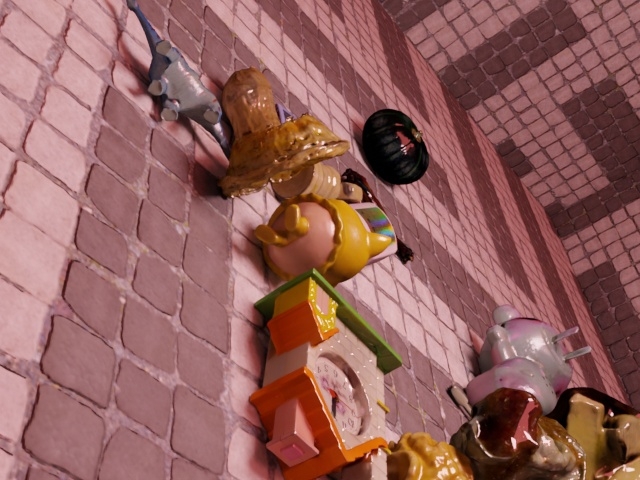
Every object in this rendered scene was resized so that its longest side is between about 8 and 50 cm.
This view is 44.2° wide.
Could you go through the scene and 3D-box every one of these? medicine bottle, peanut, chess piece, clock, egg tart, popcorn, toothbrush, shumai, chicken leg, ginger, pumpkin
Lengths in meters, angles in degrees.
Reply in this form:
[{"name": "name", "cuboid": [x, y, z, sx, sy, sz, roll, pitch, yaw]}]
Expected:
[{"name": "medicine bottle", "cuboid": [0.069, -0.010, 1.465, 0.115, 0.078, 0.219, 64, 23, 6]}, {"name": "peanut", "cuboid": [-0.114, -0.206, 1.334, 0.099, 0.100, 0.213, 18, 51, -58]}, {"name": "chess piece", "cuboid": [-0.001, -0.099, 1.426, 0.200, 0.090, 0.090, 19, 44, -60]}, {"name": "clock", "cuboid": [0.012, 0.205, 1.036, 0.220, 0.106, 0.255, 46, 25, -27]}, {"name": "egg tart", "cuboid": [-0.063, -0.130, 1.175, 0.090, 0.213, 0.212, 68, 22, -6]}, {"name": "popcorn", "cuboid": [0.145, 0.362, 1.075, 0.163, 0.140, 0.194, 50, 25, -6]}, {"name": "toothbrush", "cuboid": [0.342, 0.396, 1.578, 0.294, 0.026, 0.028, 53, 8, -12]}, {"name": "shumai", "cuboid": [0.252, 0.319, 1.208, 0.204, 0.272, 0.222, 39, 47, -19]}, {"name": "chicken leg", "cuboid": [0.123, -0.044, 1.665, 0.253, 0.051, 0.106, 54, 17, -17]}, {"name": "ginger", "cuboid": [0.546, 0.475, 1.439, 0.413, 0.358, 0.211, 49, 4, -7]}, {"name": "pumpkin", "cuboid": [0.186, -0.229, 1.911, 0.202, 0.140, 0.202, 44, 29, -33]}]

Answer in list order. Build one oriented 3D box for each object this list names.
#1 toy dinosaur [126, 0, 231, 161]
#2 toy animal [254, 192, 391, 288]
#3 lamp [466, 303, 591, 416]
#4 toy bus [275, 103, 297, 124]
[{"name": "toy dinosaur", "cuboid": [-0.209, -0.226, 1.172, 0.329, 0.076, 0.144, 55, 8, -11]}, {"name": "toy animal", "cuboid": [-0.004, 0.003, 1.212, 0.230, 0.156, 0.156, 20, 43, -54]}, {"name": "lamp", "cuboid": [0.449, 0.280, 1.682, 0.247, 0.247, 0.301, 52, 30, -7]}, {"name": "toy bus", "cuboid": [-0.048, -0.176, 1.441, 0.167, 0.076, 0.073, 33, 34, -46]}]
